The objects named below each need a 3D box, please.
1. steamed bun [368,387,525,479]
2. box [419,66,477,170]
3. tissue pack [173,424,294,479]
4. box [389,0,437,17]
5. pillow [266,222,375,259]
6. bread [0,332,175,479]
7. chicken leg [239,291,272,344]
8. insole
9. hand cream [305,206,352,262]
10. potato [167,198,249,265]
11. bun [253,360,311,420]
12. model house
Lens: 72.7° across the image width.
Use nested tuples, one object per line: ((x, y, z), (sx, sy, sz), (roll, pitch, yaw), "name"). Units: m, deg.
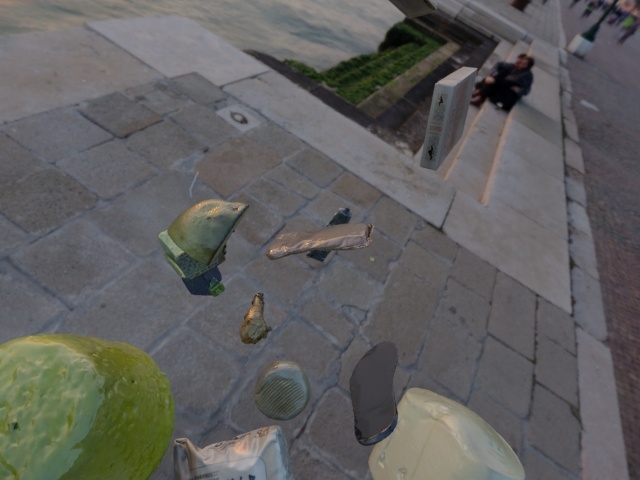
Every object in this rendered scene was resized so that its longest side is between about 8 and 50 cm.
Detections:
((0.384, 0.680, 1.306), (0.289, 0.371, 0.456), (25, 5, -23), "steamed bun")
((0.347, -0.337, 1.159), (0.051, 0.205, 0.365), (17, 32, 20), "box")
((-0.236, 0.715, 1.171), (0.375, 0.195, 0.390), (-17, 64, 11), "tissue pack")
((0.155, -0.548, 0.773), (0.071, 0.240, 0.159), (0, 8, 27), "box")
((0.000, -0.001, 0.848), (0.211, 0.034, 0.135), (-7, 20, 14), "pillow")
((-0.496, 0.345, 0.832), (0.348, 0.308, 0.348), (-4, 65, 9), "bread")
((-0.209, 0.257, 1.432), (0.101, 0.085, 0.207), (46, 25, -27), "chicken leg")
((0.100, 0.256, 0.774), (0.012, 0.110, 0.309), (59, 9, -6), "insole")
((0.038, -0.020, 1.580), (0.075, 0.248, 0.052), (31, 23, -5), "hand cream")
((-0.233, -0.041, 0.876), (0.120, 0.149, 0.081), (33, -1, -3), "potato")
((-0.111, 0.439, 1.295), (0.113, 0.173, 0.167), (-29, 104, -79), "bun")
((-0.353, 0.063, 1.322), (0.195, 0.214, 0.189), (-26, 48, -19), "model house")
